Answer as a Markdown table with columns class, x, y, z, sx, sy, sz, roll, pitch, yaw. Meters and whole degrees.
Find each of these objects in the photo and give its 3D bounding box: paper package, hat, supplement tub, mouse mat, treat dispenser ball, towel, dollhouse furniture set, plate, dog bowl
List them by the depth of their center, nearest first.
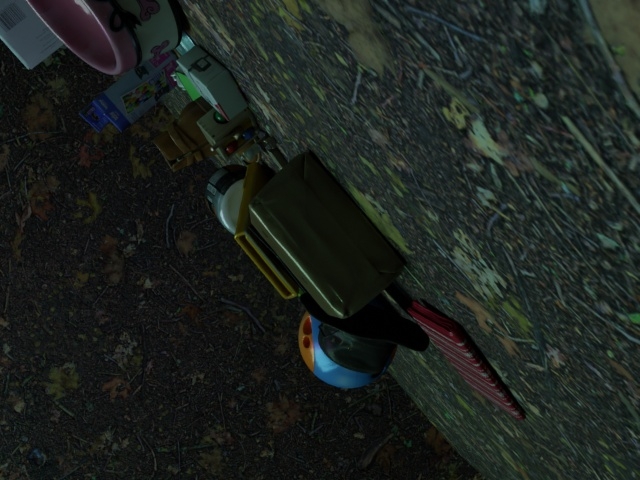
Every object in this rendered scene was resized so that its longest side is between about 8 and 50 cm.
| class | x | y | z | sx | sy | sz | roll | pitch | yaw |
| --- | --- | --- | --- | --- | --- | --- | --- | --- | --- |
| dog bowl | -0.485 | -0.518 | 1.505 | 0.408 | 0.150 | 0.408 | 37 | 161 | 15 |
| towel | 0.302 | 0.246 | 1.514 | 0.275 | 0.031 | 0.199 | 50 | 172 | -21 |
| paper package | 0.000 | 0.000 | 1.534 | 0.309 | 0.168 | 0.325 | 50 | 175 | 2 |
| dollhouse furniture set | -0.126 | -0.184 | 1.705 | 0.114 | 0.081 | 0.091 | 53 | 173 | -31 |
| plate | -0.329 | -0.467 | 1.709 | 0.188 | 0.024 | 0.188 | 48 | 174 | 7 |
| hat | 0.090 | 0.241 | 1.770 | 0.331 | 0.134 | 0.331 | 18 | -171 | -3 |
| mouse mat | -0.290 | -0.366 | 1.898 | 0.152 | 0.007 | 0.190 | 26 | 165 | 18 |
| treat dispenser ball | 0.079 | 0.280 | 2.102 | 0.288 | 0.288 | 0.288 | 49 | 174 | 7 |
| supplement tub | -0.267 | -0.139 | 2.415 | 0.207 | 0.207 | 0.338 | 52 | 174 | -22 |

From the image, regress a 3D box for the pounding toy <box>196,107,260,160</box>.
| class | x | y | z | sx | sy | sz | roll | pitch | yaw |
| --- | --- | --- | --- | --- | --- | --- | --- | --- | --- |
| pounding toy | -0.212 | -0.252 | 1.680 | 0.100 | 0.130 | 0.141 | 47 | 173 | 18 |

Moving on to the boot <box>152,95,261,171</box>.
| class | x | y | z | sx | sy | sz | roll | pitch | yaw |
| --- | --- | --- | --- | --- | --- | --- | --- | --- | --- |
| boot | -0.277 | -0.234 | 1.826 | 0.109 | 0.220 | 0.283 | 46 | 173 | 27 |

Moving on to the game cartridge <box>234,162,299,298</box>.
| class | x | y | z | sx | sy | sz | roll | pitch | yaw |
| --- | --- | --- | --- | --- | --- | --- | --- | --- | --- |
| game cartridge | -0.141 | -0.036 | 2.106 | 0.285 | 0.052 | 0.324 | 54 | -156 | -36 |

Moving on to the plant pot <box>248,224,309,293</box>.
| class | x | y | z | sx | sy | sz | roll | pitch | yaw |
| --- | --- | --- | --- | --- | --- | --- | --- | --- | --- |
| plant pot | -0.044 | 0.007 | 1.895 | 0.187 | 0.167 | 0.188 | 53 | 174 | -37 |

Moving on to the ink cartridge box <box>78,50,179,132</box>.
| class | x | y | z | sx | sy | sz | roll | pitch | yaw |
| --- | --- | --- | --- | --- | --- | --- | --- | --- | --- |
| ink cartridge box | -0.533 | -0.421 | 2.097 | 0.065 | 0.311 | 0.186 | 50 | 175 | 6 |

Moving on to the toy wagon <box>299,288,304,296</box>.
| class | x | y | z | sx | sy | sz | roll | pitch | yaw |
| --- | --- | --- | --- | --- | --- | --- | --- | --- | --- |
| toy wagon | -0.003 | 0.135 | 2.345 | 0.344 | 0.068 | 0.267 | 36 | 156 | -6 |

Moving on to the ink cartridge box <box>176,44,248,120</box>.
| class | x | y | z | sx | sy | sz | roll | pitch | yaw |
| --- | --- | --- | --- | --- | --- | --- | --- | --- | --- |
| ink cartridge box | -0.236 | -0.346 | 1.594 | 0.150 | 0.063 | 0.109 | 44 | 172 | 40 |

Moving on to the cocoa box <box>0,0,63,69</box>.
| class | x | y | z | sx | sy | sz | roll | pitch | yaw |
| --- | --- | --- | --- | --- | --- | --- | --- | --- | --- |
| cocoa box | -0.838 | -0.738 | 2.177 | 0.228 | 0.347 | 0.231 | 46 | 173 | 34 |

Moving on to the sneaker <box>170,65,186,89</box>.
| class | x | y | z | sx | sy | sz | roll | pitch | yaw |
| --- | --- | --- | --- | --- | --- | --- | --- | --- | --- |
| sneaker | -0.342 | -0.418 | 1.939 | 0.152 | 0.061 | 0.054 | 44 | 170 | 34 |
